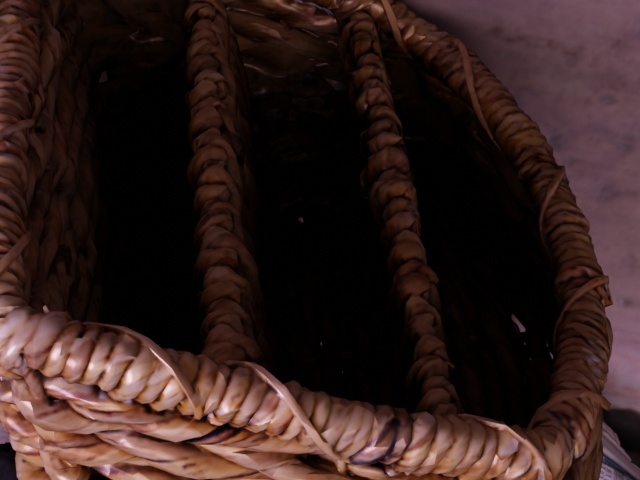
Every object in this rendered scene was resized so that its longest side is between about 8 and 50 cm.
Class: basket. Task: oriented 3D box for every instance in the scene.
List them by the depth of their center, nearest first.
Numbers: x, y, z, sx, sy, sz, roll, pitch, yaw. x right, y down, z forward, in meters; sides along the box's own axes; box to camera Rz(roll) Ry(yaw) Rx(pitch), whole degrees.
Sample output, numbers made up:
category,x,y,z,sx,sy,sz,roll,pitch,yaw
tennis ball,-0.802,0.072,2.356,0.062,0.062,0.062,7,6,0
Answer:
category,x,y,z,sx,sy,sz,roll,pitch,yaw
basket,0.000,0.000,0.613,0.213,0.299,0.223,-9,128,2

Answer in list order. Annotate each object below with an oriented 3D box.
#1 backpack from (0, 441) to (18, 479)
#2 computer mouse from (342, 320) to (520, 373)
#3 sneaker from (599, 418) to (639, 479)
category,x,y,z,sx,sy,sz,roll,pitch,yaw
backpack,-0.105,0.235,0.815,0.263,0.213,0.276,21,90,-44
computer mouse,0.017,0.100,0.857,0.106,0.042,0.193,21,123,-21
sneaker,0.149,0.170,0.852,0.283,0.122,0.110,20,124,-29
